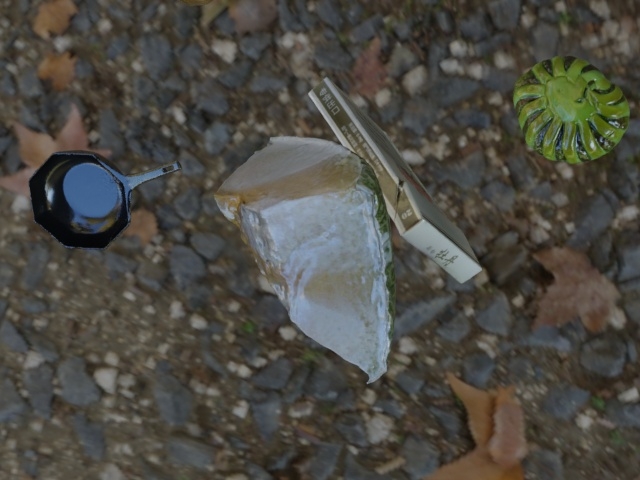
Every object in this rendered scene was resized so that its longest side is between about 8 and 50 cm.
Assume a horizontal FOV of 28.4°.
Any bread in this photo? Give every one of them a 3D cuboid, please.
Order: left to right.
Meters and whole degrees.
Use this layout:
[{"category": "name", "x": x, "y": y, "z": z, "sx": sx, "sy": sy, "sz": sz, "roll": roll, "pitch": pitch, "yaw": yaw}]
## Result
[{"category": "bread", "x": 0.301, "y": -0.160, "z": 1.522, "sx": 0.130, "sy": 0.071, "sz": 0.139, "roll": -25, "pitch": 74, "yaw": 2}]

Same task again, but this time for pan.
[{"category": "pan", "x": -0.254, "y": -0.053, "z": 1.552, "sx": 0.202, "sy": 0.048, "sz": 0.128, "roll": 4, "pitch": 118, "yaw": 13}]

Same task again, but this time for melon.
[{"category": "melon", "x": 0.004, "y": -0.003, "z": 0.884, "sx": 0.093, "sy": 0.139, "sz": 0.202, "roll": -19, "pitch": 74, "yaw": -31}]

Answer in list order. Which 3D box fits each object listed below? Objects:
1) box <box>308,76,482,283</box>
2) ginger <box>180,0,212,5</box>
[{"category": "box", "x": 0.064, "y": -0.054, "z": 1.107, "sx": 0.029, "sy": 0.109, "sz": 0.198, "roll": -41, "pitch": 49, "yaw": 11}, {"category": "ginger", "x": -0.154, "y": -0.340, "z": 1.042, "sx": 0.176, "sy": 0.418, "sz": 0.254, "roll": -7, "pitch": 74, "yaw": 28}]
